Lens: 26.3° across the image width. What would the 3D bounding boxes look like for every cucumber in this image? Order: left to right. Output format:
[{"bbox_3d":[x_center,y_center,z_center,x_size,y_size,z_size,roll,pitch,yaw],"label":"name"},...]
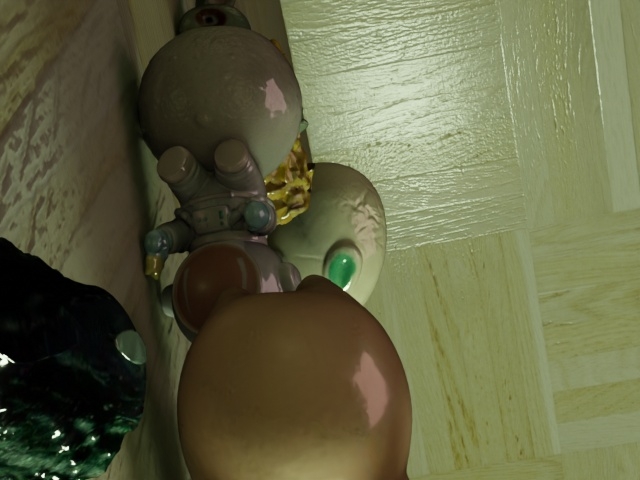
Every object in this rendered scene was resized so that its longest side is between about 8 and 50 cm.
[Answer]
[{"bbox_3d":[-0.135,0.050,0.621,0.193,0.085,0.115,46,36,-71],"label":"cucumber"}]

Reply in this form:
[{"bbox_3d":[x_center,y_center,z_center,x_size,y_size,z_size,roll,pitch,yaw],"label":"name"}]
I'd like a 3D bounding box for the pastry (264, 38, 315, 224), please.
[{"bbox_3d":[-0.072,-0.127,1.708,0.154,0.102,0.250,-47,125,-81],"label":"pastry"}]

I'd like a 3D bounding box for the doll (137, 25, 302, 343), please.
[{"bbox_3d":[-0.080,-0.034,1.158,0.151,0.151,0.287,67,17,-72],"label":"doll"}]

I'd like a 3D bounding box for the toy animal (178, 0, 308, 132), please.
[{"bbox_3d":[-0.112,-0.194,1.511,0.108,0.138,0.236,-4,55,-48],"label":"toy animal"}]

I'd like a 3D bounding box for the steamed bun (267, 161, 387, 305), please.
[{"bbox_3d":[0.000,0.000,1.941,0.130,0.177,0.228,15,75,-68],"label":"steamed bun"}]

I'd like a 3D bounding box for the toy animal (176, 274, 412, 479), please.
[{"bbox_3d":[-0.004,0.194,1.021,0.269,0.237,0.326,-102,-178,-49],"label":"toy animal"}]
